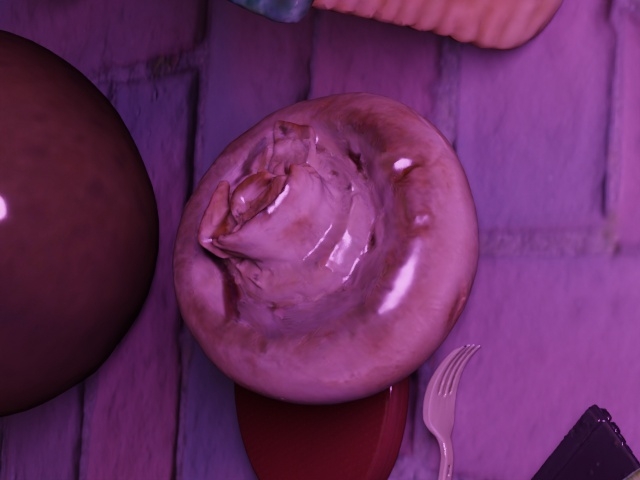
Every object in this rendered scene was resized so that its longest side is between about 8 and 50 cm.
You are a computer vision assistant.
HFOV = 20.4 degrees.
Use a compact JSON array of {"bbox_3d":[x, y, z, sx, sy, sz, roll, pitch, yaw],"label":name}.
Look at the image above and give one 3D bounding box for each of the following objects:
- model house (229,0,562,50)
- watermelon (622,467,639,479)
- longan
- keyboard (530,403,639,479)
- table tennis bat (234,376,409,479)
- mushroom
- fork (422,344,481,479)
[{"bbox_3d":[0.024,-0.350,1.132,0.334,0.342,0.382,45,121,47],"label":"model house"},{"bbox_3d":[0.180,0.211,0.757,0.292,0.222,0.319,17,85,63],"label":"watermelon"},{"bbox_3d":[-0.314,-0.021,1.590,0.361,0.361,0.361,-13,73,53],"label":"longan"},{"bbox_3d":[0.142,0.191,1.154,0.195,0.018,0.060,-57,50,33],"label":"keyboard"},{"bbox_3d":[-0.013,0.066,1.376,0.200,0.038,0.310,-35,57,44],"label":"table tennis bat"},{"bbox_3d":[0.000,0.000,1.230,0.226,0.178,0.226,-11,58,18],"label":"mushroom"},{"bbox_3d":[0.083,0.179,1.232,0.028,0.034,0.219,7,92,29],"label":"fork"}]
